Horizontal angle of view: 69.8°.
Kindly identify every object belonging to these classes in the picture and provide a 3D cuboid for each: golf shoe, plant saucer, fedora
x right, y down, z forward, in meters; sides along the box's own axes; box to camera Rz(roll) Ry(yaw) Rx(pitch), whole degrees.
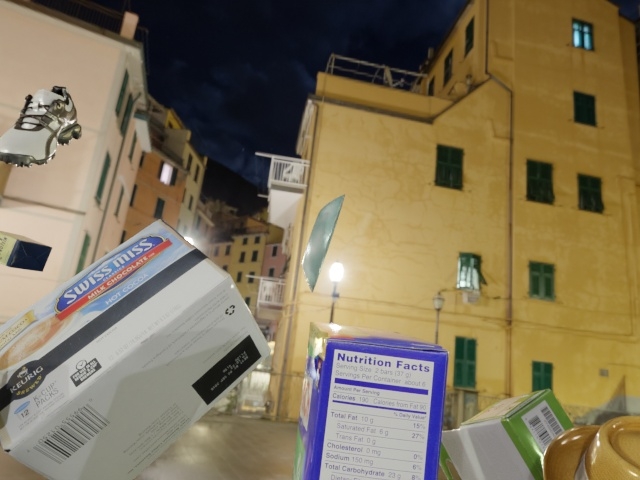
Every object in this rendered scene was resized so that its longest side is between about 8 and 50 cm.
[{"bbox_3d":[-0.427,-0.175,0.684,0.077,0.198,0.094,7,-60,-10],"label":"golf shoe"},{"bbox_3d":[0.000,0.000,0.863,0.037,0.195,0.195,19,-15,3],"label":"plant saucer"},{"bbox_3d":[0.308,0.221,0.410,0.194,0.079,0.194,-2,25,1],"label":"fedora"}]

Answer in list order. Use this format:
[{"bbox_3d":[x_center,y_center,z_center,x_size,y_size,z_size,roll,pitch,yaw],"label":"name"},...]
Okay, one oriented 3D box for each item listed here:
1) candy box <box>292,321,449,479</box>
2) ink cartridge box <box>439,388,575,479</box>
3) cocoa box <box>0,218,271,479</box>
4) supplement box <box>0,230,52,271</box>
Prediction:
[{"bbox_3d":[0.031,0.256,0.503,0.122,0.317,0.268,8,-8,-2],"label":"candy box"},{"bbox_3d":[0.297,0.358,0.721,0.097,0.189,0.255,-20,-19,-25],"label":"ink cartridge box"},{"bbox_3d":[-0.302,0.179,0.740,0.228,0.347,0.231,31,-30,37],"label":"cocoa box"},{"bbox_3d":[-0.615,0.020,0.928,0.083,0.056,0.083,18,-6,16],"label":"supplement box"}]
